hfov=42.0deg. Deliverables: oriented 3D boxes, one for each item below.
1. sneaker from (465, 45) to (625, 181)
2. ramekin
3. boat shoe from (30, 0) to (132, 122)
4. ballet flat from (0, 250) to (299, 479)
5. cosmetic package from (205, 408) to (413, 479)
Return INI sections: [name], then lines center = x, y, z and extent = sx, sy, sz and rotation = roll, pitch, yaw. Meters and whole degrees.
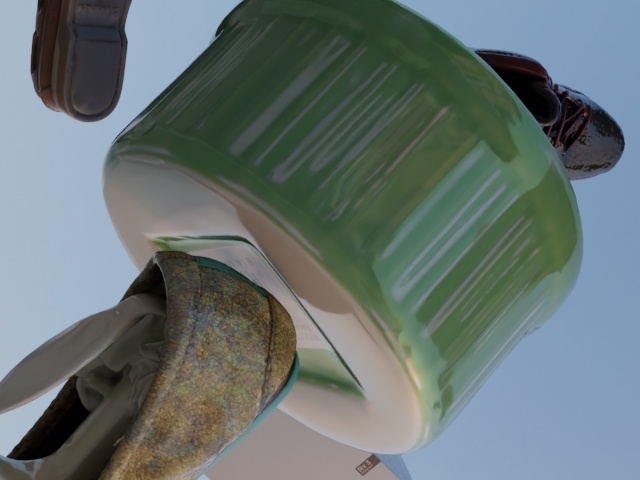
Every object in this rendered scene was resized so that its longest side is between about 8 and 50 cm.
[sneaker]
center = 0.222, -0.119, 0.840
extent = 0.162, 0.281, 0.106
rotation = -142, -110, -69
[ramekin]
center = 0.000, 0.000, 0.552
extent = 0.303, 0.148, 0.303
rotation = 33, -28, 20
[boat shoe]
center = -0.263, -0.291, 0.920
extent = 0.104, 0.111, 0.307
rotation = 27, -76, 35
[ballet flat]
center = -0.158, 0.144, 0.437
extent = 0.348, 0.123, 0.123
rotation = -48, -138, -4
[cosmetic package]
center = -0.044, 0.334, 1.349
extent = 0.217, 0.385, 0.156
rotation = -43, -157, 6
